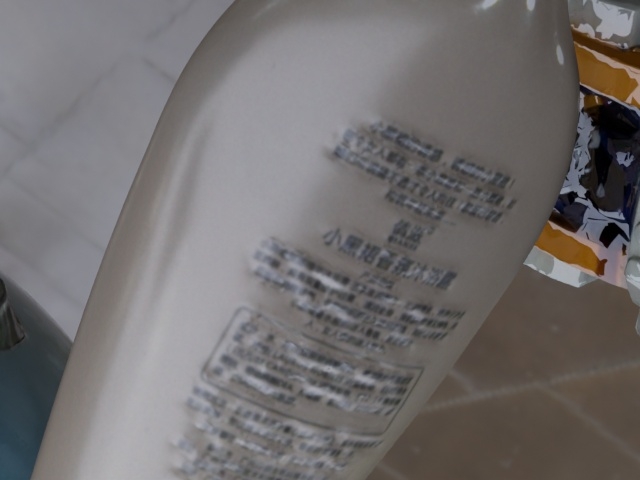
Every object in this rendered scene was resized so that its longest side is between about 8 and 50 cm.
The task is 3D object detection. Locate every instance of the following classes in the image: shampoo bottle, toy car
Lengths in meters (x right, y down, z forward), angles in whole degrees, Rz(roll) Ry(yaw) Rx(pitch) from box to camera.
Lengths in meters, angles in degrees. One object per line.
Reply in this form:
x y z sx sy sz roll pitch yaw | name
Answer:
0.000 0.000 0.505 0.127 0.257 0.078 23 -163 -28 | shampoo bottle
0.163 -0.034 0.765 0.301 0.118 0.193 43 139 41 | toy car

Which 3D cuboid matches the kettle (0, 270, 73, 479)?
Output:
-0.324 0.117 1.135 0.319 0.247 0.342 -16 151 2 | kettle
